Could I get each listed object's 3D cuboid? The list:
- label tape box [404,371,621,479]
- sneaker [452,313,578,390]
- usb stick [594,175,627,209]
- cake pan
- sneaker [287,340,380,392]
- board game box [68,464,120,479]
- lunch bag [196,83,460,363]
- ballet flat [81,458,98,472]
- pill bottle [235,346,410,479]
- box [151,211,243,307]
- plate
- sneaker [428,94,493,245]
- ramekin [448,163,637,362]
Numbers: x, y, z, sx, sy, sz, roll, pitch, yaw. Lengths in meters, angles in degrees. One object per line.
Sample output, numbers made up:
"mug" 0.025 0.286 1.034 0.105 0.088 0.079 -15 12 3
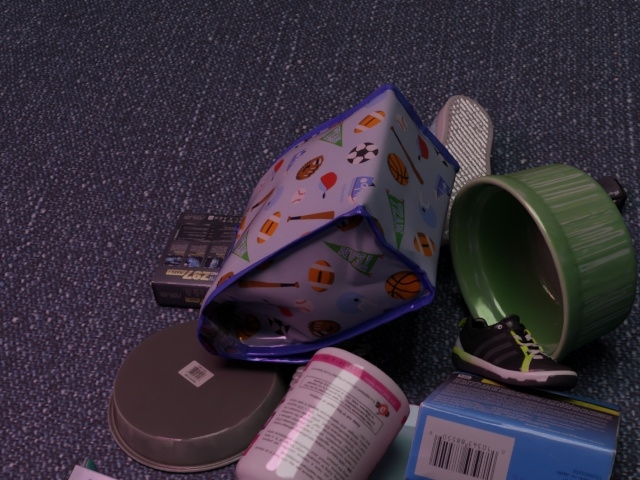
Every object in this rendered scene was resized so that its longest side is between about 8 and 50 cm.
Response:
"label tape box" 0.273 0.271 1.710 0.249 0.115 0.347 12 4 14
"sneaker" 0.275 0.155 1.822 0.084 0.097 0.234 12 -1 -39
"usb stick" 0.387 -0.060 2.171 0.278 0.045 0.077 -11 39 -1
"cake pan" -0.190 0.227 1.942 0.293 0.054 0.293 -5 40 4
"sneaker" 0.028 0.225 1.883 0.132 0.086 0.229 5 42 12
"board game box" -0.238 0.475 1.563 0.318 0.066 0.319 12 66 26
"lunch bag" 0.000 0.000 1.923 0.385 0.239 0.328 -27 28 30
"ballet flat" -0.339 0.365 1.823 0.041 0.041 0.114 -17 40 -9
"pill bottle" -0.014 0.300 1.717 0.160 0.160 0.283 22 62 31
"box" -0.152 0.036 2.149 0.232 0.059 0.183 3 42 12
"plate" 0.112 0.313 1.811 0.188 0.024 0.188 -5 41 4
"sneaker" 0.212 -0.092 2.180 0.135 0.150 0.366 29 43 -4
"ramekin" 0.337 0.030 1.894 0.148 0.303 0.303 -18 41 -22
